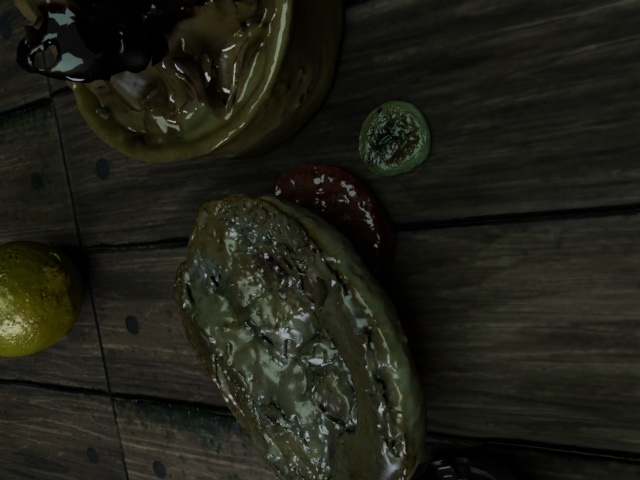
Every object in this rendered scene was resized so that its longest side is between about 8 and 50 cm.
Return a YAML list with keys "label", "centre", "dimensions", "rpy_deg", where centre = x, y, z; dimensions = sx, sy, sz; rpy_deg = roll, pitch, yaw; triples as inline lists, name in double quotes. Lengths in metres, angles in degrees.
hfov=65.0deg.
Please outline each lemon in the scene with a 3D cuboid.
- label: "lemon"
  centre: [-0.459, 0.088, 0.780]
  dimensions: [0.206, 0.173, 0.173]
  rpy_deg: [-33, 84, 20]

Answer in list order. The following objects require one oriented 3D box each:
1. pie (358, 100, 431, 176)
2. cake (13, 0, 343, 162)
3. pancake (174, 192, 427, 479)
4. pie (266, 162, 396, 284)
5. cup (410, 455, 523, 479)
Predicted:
- label: "pie"
  centre: [0.077, -0.109, 0.543]
  dimensions: [0.084, 0.021, 0.083]
  rpy_deg: [5, 102, 26]
- label: "cake"
  centre: [-0.173, -0.231, 0.483]
  dimensions: [0.333, 0.321, 0.331]
  rpy_deg: [4, 100, 26]
- label: "pancake"
  centre: [-0.043, 0.128, 0.574]
  dimensions: [0.387, 0.082, 0.386]
  rpy_deg: [18, 117, 40]
- label: "pie"
  centre: [0.000, 0.000, 0.589]
  dimensions: [0.183, 0.050, 0.182]
  rpy_deg: [5, 101, 27]
- label: "cup"
  centre: [0.165, 0.382, 0.507]
  dimensions: [0.197, 0.196, 0.279]
  rpy_deg: [-15, 100, 29]
